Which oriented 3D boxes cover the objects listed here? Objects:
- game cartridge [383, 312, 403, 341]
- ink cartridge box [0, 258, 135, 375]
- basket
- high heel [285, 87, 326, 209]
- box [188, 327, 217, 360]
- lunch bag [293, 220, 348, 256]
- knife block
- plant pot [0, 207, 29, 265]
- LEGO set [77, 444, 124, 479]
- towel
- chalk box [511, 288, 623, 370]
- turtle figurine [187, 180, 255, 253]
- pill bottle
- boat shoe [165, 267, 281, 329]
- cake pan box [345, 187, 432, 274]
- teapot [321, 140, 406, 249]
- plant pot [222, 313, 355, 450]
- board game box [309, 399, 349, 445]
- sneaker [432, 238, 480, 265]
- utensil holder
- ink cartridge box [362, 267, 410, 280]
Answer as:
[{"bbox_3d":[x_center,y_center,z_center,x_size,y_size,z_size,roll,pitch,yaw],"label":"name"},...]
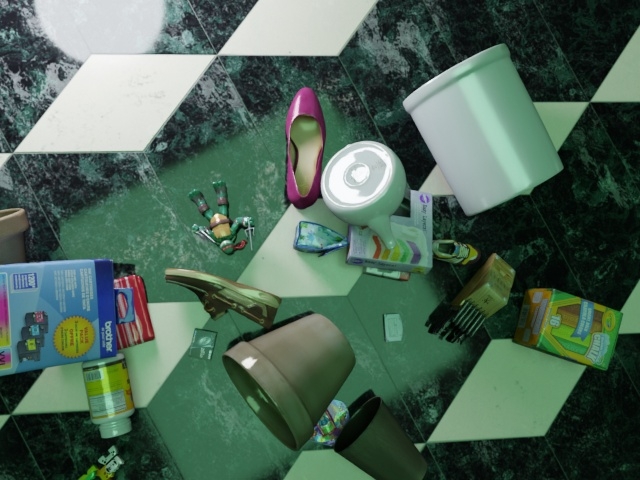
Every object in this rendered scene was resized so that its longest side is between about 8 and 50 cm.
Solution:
[{"bbox_3d":[0.221,0.263,1.800,0.055,0.017,0.084,-3,86,-3],"label":"game cartridge"},{"bbox_3d":[-0.691,0.188,1.555,0.395,0.151,0.270,-3,89,-44],"label":"ink cartridge box"},{"bbox_3d":[0.184,0.599,1.704,0.227,0.154,0.204,45,62,-6],"label":"basket"},{"bbox_3d":[-0.037,-0.279,1.734,0.127,0.181,0.378,-1,86,-6],"label":"high heel"},{"bbox_3d":[-0.343,0.303,1.738,0.067,0.018,0.083,14,84,-4],"label":"box"},{"bbox_3d":[0.000,0.000,1.742,0.151,0.129,0.097,8,86,-7],"label":"lunch bag"},{"bbox_3d":[0.458,0.190,1.807,0.088,0.242,0.276,42,38,-2],"label":"knife block"},{"bbox_3d":[-0.900,0.055,1.604,0.262,0.263,0.230,-13,104,-7],"label":"plant pot"},{"bbox_3d":[-0.613,0.680,1.643,0.227,0.087,0.093,-44,75,-7],"label":"LEGO set"},{"bbox_3d":[-0.629,0.226,1.710,0.274,0.031,0.199,-15,89,-5],"label":"towel"},{"bbox_3d":[0.757,0.269,1.772,0.288,0.179,0.180,18,84,-4],"label":"chalk box"},{"bbox_3d":[-0.291,-0.048,1.724,0.175,0.118,0.234,-17,72,-21],"label":"turtle figurine"},{"bbox_3d":[-0.585,0.429,1.654,0.117,0.117,0.215,-11,87,-7],"label":"pill bottle"},{"bbox_3d":[-0.288,0.170,1.707,0.341,0.123,0.123,19,82,-10],"label":"boat shoe"},{"bbox_3d":[0.207,-0.041,1.759,0.245,0.070,0.267,10,62,-6],"label":"cake pan box"},{"bbox_3d":[0.133,-0.142,1.666,0.252,0.187,0.256,21,77,32],"label":"teapot"},{"bbox_3d":[-0.063,0.360,1.641,0.280,0.323,0.323,-35,89,-24],"label":"plant pot"},{"bbox_3d":[0.003,0.529,1.747,0.168,0.033,0.133,15,84,-4],"label":"board game box"},{"bbox_3d":[0.410,0.036,1.795,0.185,0.084,0.070,6,83,-16],"label":"sneaker"},{"bbox_3d":[0.471,-0.308,1.719,0.327,0.327,0.386,-28,90,-7],"label":"utensil holder"},{"bbox_3d":[0.204,0.062,1.794,0.135,0.056,0.099,11,84,-5],"label":"ink cartridge box"}]
